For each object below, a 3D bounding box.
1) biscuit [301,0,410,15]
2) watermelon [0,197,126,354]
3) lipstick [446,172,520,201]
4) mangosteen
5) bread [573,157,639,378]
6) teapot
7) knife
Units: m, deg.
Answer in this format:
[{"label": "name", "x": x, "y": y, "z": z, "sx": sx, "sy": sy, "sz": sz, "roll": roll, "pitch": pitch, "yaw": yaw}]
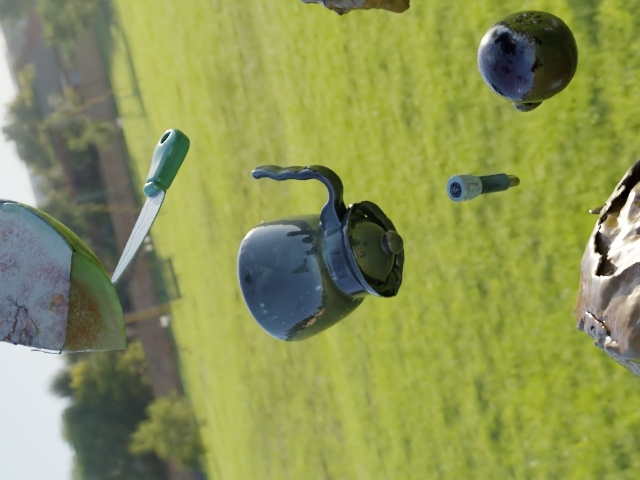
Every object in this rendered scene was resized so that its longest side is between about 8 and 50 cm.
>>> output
[{"label": "biscuit", "x": 0.046, "y": -0.428, "z": 1.862, "sx": 0.081, "sy": 0.289, "sz": 0.334, "roll": 106, "pitch": 171, "yaw": -57}, {"label": "watermelon", "x": -0.384, "y": 0.061, "z": 1.659, "sx": 0.180, "sy": 0.305, "sz": 0.224, "roll": -55, "pitch": -42, "yaw": -44}, {"label": "lipstick", "x": 0.219, "y": -0.075, "z": 1.840, "sx": 0.037, "sy": 0.116, "sz": 0.037, "roll": 14, "pitch": 109, "yaw": 48}, {"label": "mangosteen", "x": 0.303, "y": -0.259, "z": 2.029, "sx": 0.152, "sy": 0.152, "sz": 0.153, "roll": 165, "pitch": 90, "yaw": -82}, {"label": "bread", "x": 0.424, "y": 0.000, "z": 1.381, "sx": 0.204, "sy": 0.358, "sz": 0.337, "roll": 42, "pitch": -176, "yaw": -20}, {"label": "teapot", "x": 0.013, "y": 0.004, "z": 2.447, "sx": 0.223, "sy": 0.285, "sz": 0.305, "roll": -2, "pitch": -104, "yaw": -59}, {"label": "knife", "x": -0.227, "y": -0.050, "z": 1.887, "sx": 0.034, "sy": 0.063, "sz": 0.260, "roll": 38, "pitch": -132, "yaw": -28}]
